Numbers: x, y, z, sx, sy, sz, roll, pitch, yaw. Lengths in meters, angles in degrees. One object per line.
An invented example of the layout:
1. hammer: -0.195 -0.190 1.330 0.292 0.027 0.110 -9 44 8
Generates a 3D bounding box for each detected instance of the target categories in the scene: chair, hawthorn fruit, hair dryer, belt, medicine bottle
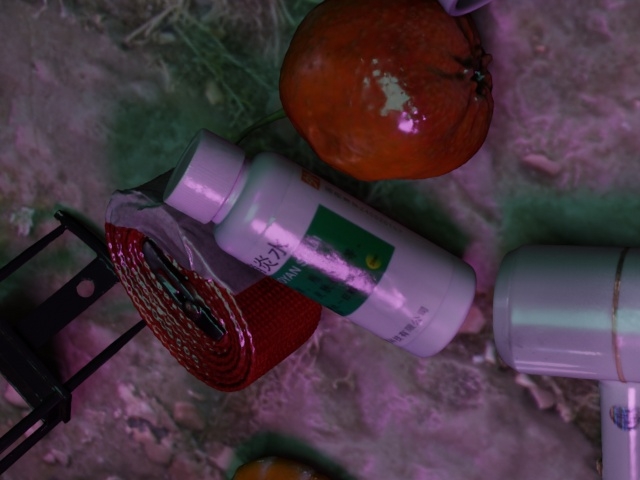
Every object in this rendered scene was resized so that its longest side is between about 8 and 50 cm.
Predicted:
1. chair: -0.296 0.116 1.232 0.260 0.141 0.154 -41 84 -20
2. hawthorn fruit: 0.006 -0.119 1.064 0.285 0.165 0.165 -5 101 39
3. hair dryer: 0.241 0.177 1.057 0.173 0.107 0.357 2 109 24
4. belt: -0.088 0.022 1.130 0.201 0.124 0.128 53 137 5
5. medicine bottle: 0.000 0.000 1.053 0.260 0.095 0.095 31 113 -14

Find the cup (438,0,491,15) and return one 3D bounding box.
1. cup: 0.082 -0.351 0.931 0.212 0.212 0.317 -39 84 24

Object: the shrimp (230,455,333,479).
1. shrimp: 0.014 0.293 1.186 0.249 0.068 0.150 28 123 19
